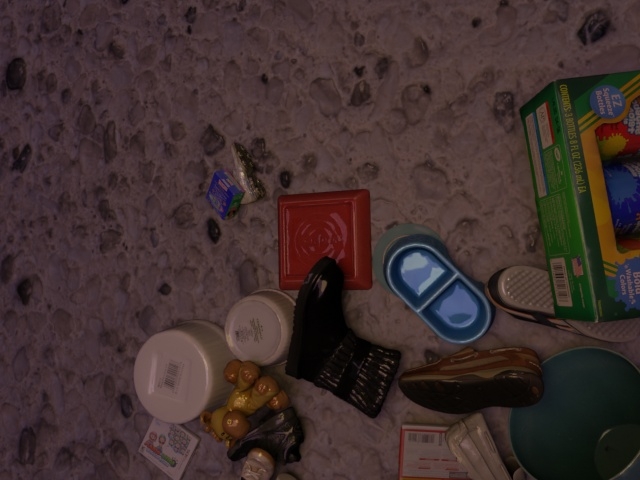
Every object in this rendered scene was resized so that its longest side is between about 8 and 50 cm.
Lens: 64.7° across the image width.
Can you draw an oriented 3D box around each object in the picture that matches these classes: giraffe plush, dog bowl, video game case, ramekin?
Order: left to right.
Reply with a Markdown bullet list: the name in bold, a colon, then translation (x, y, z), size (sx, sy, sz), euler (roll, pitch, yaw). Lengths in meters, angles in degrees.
- **video game case**: translation (-0.434, 0.586, 1.448), size (0.157, 0.019, 0.143), euler (28, 97, 19)
- **ramekin**: translation (-0.368, 0.359, 1.374), size (0.278, 0.135, 0.276), euler (-1, 88, 19)
- **giraffe plush**: translation (-0.204, 0.416, 1.253), size (0.181, 0.170, 0.210), euler (42, 146, -4)
- **ramekin**: translation (-0.151, 0.231, 1.315), size (0.207, 0.109, 0.207), euler (-1, 88, 20)
- **dog bowl**: translation (0.272, 0.117, 1.167), size (0.297, 0.074, 0.166), euler (45, 102, 7)
- **video game case**: translation (0.277, 0.566, 1.154), size (0.204, 0.025, 0.284), euler (4, 88, -1)

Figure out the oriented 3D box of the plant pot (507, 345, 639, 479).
- **plant pot**: translation (0.553, 0.384, 0.992), size (0.195, 0.290, 0.290), euler (37, 102, -17)

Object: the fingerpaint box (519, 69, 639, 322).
- **fingerpaint box**: translation (0.624, -0.088, 0.961), size (0.372, 0.163, 0.444), euler (-6, 85, -2)

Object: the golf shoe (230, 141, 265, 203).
- **golf shoe**: translation (-0.223, -0.182, 1.385), size (0.086, 0.069, 0.176), euler (-26, 78, 23)

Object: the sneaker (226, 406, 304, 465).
- **sneaker**: translation (-0.136, 0.540, 1.307), size (0.228, 0.087, 0.130), euler (-34, 73, 12)

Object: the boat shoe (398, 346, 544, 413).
- **boat shoe**: translation (0.337, 0.306, 1.136), size (0.324, 0.120, 0.122), euler (-14, 120, 35)

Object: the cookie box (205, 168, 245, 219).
- **cookie box**: translation (-0.261, -0.125, 1.381), size (0.091, 0.040, 0.107), euler (50, 137, 16)

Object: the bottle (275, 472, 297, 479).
- **bottle**: translation (-0.143, 0.729, 1.285), size (0.282, 0.118, 0.092), euler (-61, 30, 7)

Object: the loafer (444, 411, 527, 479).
- **loafer**: translation (0.400, 0.519, 1.091), size (0.111, 0.112, 0.319), euler (-37, 92, 4)

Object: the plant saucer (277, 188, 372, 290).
- **plant saucer**: translation (0.000, 0.000, 1.305), size (0.259, 0.048, 0.258), euler (-2, 86, 20)

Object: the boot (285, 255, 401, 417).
- **boot**: translation (0.072, 0.228, 1.205), size (0.260, 0.131, 0.347), euler (19, 113, 21)

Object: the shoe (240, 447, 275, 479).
- **shoe**: translation (-0.163, 0.597, 1.272), size (0.077, 0.058, 0.219), euler (19, 129, 7)

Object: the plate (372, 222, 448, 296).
- **plate**: translation (0.216, 0.050, 1.236), size (0.188, 0.024, 0.188), euler (-1, 88, 20)

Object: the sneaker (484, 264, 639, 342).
- **sneaker**: translation (0.511, 0.129, 1.084), size (0.321, 0.127, 0.126), euler (20, 80, -4)
